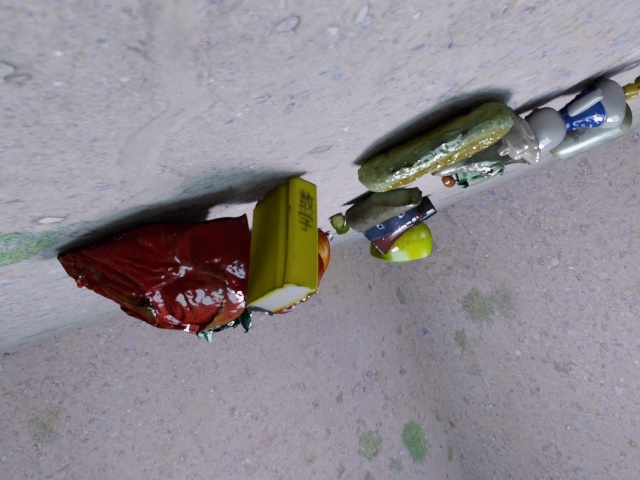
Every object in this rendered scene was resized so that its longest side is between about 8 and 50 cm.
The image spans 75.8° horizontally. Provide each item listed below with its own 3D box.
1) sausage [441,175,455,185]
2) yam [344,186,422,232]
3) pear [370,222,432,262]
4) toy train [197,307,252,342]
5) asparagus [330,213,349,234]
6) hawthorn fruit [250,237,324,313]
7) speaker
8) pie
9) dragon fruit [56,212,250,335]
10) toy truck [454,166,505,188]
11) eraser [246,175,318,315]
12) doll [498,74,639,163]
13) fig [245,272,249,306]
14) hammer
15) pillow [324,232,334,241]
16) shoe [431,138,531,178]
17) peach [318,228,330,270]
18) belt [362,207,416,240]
[{"bbox_3d":[0.463,-0.214,1.482,0.039,0.041,0.131,-24,174,22],"label":"sausage"},{"bbox_3d":[0.183,-0.103,1.254,0.106,0.106,0.259,-16,171,-40],"label":"yam"},{"bbox_3d":[0.411,-0.008,2.260,0.342,0.239,0.318,9,-159,34],"label":"pear"},{"bbox_3d":[-0.374,0.199,1.424,0.179,0.272,0.442,-17,178,-24],"label":"toy train"},{"bbox_3d":[0.078,-0.060,1.591,0.067,0.060,0.277,-10,176,9],"label":"asparagus"},{"bbox_3d":[-0.140,0.087,1.282,0.275,0.299,0.275,-53,-176,5],"label":"hawthorn fruit"},{"bbox_3d":[0.413,-0.083,2.031,0.329,0.198,0.259,-29,160,14],"label":"speaker"},{"bbox_3d":[0.231,-0.178,0.812,0.323,0.071,0.323,-22,178,-1],"label":"pie"},{"bbox_3d":[-0.307,0.054,0.782,0.330,0.302,0.240,2,-154,-12],"label":"dragon fruit"},{"bbox_3d":[0.492,-0.226,1.291,0.154,0.080,0.078,-20,-163,8],"label":"toy truck"},{"bbox_3d":[-0.071,0.009,0.765,0.069,0.226,0.158,16,148,-31],"label":"eraser"},{"bbox_3d":[0.514,-0.253,0.862,0.293,0.119,0.138,-26,166,12],"label":"doll"},{"bbox_3d":[-0.291,0.110,1.108,0.235,0.235,0.214,-22,-159,33],"label":"fig"},{"bbox_3d":[0.780,-0.326,1.161,0.305,0.113,0.202,-22,-179,-40],"label":"hammer"},{"bbox_3d":[-0.001,-0.002,1.992,0.135,0.055,0.091,-23,143,5],"label":"pillow"},{"bbox_3d":[0.416,-0.206,1.056,0.274,0.098,0.103,-18,172,0],"label":"shoe"},{"bbox_3d":[-0.078,0.068,1.733,0.248,0.245,0.274,10,-157,30],"label":"peach"},{"bbox_3d":[0.213,-0.094,1.431,0.218,0.128,0.122,-25,-158,40],"label":"belt"}]
